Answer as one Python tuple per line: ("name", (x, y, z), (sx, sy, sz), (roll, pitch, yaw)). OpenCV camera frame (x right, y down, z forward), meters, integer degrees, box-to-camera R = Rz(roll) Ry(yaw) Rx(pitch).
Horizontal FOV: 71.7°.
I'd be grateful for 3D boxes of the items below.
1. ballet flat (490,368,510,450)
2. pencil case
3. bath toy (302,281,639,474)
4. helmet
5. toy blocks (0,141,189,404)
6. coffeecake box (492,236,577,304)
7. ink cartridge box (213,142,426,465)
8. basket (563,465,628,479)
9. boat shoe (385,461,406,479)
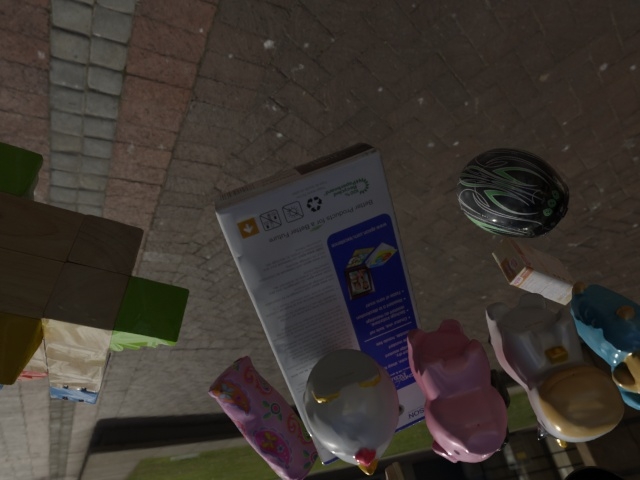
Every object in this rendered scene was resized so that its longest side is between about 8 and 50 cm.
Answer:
("ballet flat", (0.274, 0.266, 0.716), (0.049, 0.057, 0.173), (-35, -176, 31))
("pencil case", (-0.116, 0.392, 0.974), (0.124, 0.284, 0.124), (-42, 177, -2))
("bath toy", (0.158, 0.158, 0.452), (0.348, 0.151, 0.129), (-15, 109, 3))
("helmet", (0.331, -0.087, 0.788), (0.162, 0.169, 0.169), (21, 139, -15))
("toy blocks", (-0.338, 0.056, 0.405), (0.382, 0.190, 0.261), (17, 142, -20))
("coffeecake box", (0.585, 0.081, 1.208), (0.186, 0.142, 0.068), (20, 121, -13))
("ink cartridge box", (0.024, 0.090, 0.526), (0.176, 0.069, 0.370), (-21, 112, -8))
("basket", (0.512, 0.492, 0.724), (0.154, 0.204, 0.227), (-31, 136, 34))
("boat shoe", (0.157, 0.643, 0.952), (0.098, 0.302, 0.109), (-5, 171, 3))
